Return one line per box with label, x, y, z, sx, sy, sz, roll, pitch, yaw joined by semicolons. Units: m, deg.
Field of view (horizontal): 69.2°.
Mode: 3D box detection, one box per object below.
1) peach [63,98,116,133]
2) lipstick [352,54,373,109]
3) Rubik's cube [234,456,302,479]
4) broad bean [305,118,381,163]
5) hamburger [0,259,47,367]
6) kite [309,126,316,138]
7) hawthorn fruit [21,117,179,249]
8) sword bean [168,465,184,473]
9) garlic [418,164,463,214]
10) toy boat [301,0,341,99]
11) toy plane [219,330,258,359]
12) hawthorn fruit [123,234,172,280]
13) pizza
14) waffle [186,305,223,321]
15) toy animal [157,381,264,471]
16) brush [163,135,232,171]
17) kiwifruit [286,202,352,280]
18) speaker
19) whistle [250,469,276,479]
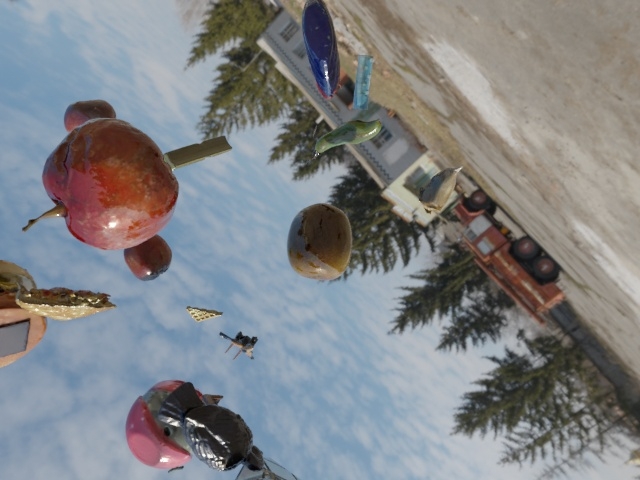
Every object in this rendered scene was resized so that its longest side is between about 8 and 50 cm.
peach;-0.705;-0.377;1.440;0.152;0.152;0.152;43;-165;-15
lipstick;0.131;-0.487;1.434;0.048;0.158;0.048;5;-163;-2
Rubik's cube;-0.187;0.887;1.587;0.205;0.207;0.205;26;166;26
broad bean;0.069;-0.333;1.507;0.067;0.325;0.075;-22;-84;-44
hamburger;-0.859;0.184;1.172;0.225;0.291;0.291;51;-165;23
kite;-0.021;-0.353;1.502;0.002;0.044;0.078;22;-163;2
hawthorn fruit;-0.407;-0.086;0.850;0.242;0.271;0.242;43;156;24
sword bean;-0.426;0.671;1.362;0.012;0.083;0.012;29;-136;-33
garlic;0.322;-0.138;1.235;0.066;0.152;0.084;20;-164;-38
toy boat;0.015;-0.415;1.095;0.318;0.071;0.219;59;-156;-69
toy plane;-0.333;0.458;2.043;0.204;0.316;0.103;41;-121;-10
hawthorn fruit;-0.633;0.050;1.681;0.188;0.169;0.169;52;-165;3
pizza;-0.564;0.137;1.062;0.188;0.198;0.062;95;173;-70
waffle;-0.533;0.325;2.135;0.098;0.152;0.023;61;-156;-28
toy animal;-0.231;0.421;1.029;0.185;0.122;0.298;37;161;42
brush;-0.358;-0.258;1.370;0.054;0.048;0.282;59;-147;-7
kiwifruit;0.000;0.000;1.374;0.196;0.195;0.234;34;-122;-41
speaker;-0.527;0.641;1.647;0.294;0.294;0.294;43;-165;-15
whistle;-0.127;0.634;0.934;0.189;0.189;0.348;40;-147;-24
